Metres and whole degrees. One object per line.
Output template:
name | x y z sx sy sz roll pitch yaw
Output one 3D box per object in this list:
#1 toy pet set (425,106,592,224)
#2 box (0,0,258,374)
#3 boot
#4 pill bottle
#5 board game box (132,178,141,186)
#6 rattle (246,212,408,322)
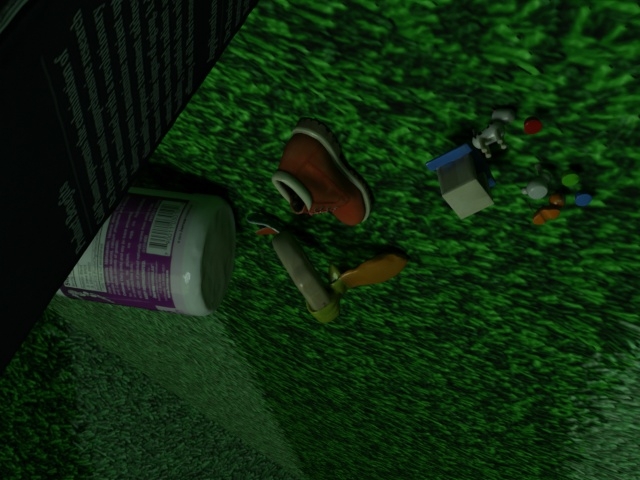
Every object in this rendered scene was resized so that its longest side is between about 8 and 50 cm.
toy pet set | 0.164 -0.068 0.820 0.114 0.065 0.122 -26 133 22
box | -0.302 -0.212 0.508 0.480 0.472 0.297 29 158 3
boot | 0.000 -0.051 0.995 0.059 0.085 0.158 9 152 38
pill bottle | -0.282 0.005 1.255 0.301 0.169 0.169 7 153 12
board game box | -0.342 -0.097 1.366 0.146 0.045 0.193 23 157 15
rattle | 0.000 0.000 1.183 0.130 0.143 0.200 36 -166 -32
